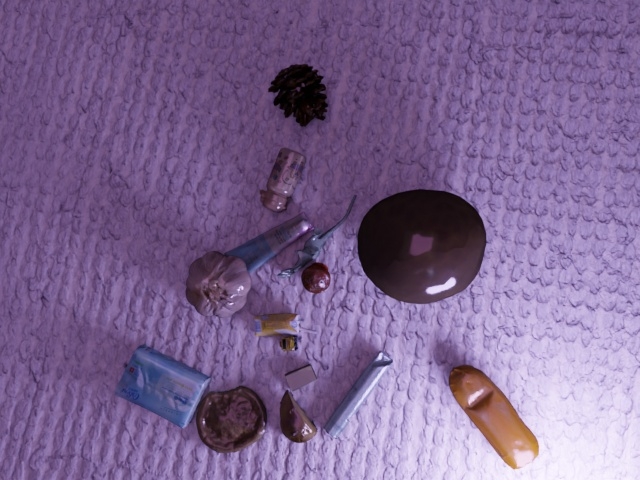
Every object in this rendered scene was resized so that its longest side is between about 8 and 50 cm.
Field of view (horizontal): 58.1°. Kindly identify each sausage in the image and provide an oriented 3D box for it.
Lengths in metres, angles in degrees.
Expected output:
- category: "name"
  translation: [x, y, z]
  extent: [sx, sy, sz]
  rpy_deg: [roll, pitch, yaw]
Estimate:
- category: "sausage"
  translation: [0.531, 0.535, 1.798]
  extent: [0.134, 0.116, 0.354]
  rpy_deg: [-38, 79, 14]

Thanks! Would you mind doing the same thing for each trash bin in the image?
- category: "trash bin"
  translation: [-0.063, 0.447, 1.885]
  extent: [0.092, 0.043, 0.061]
  rpy_deg: [-24, 82, -2]

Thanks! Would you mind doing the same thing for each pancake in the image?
- category: "pancake"
  translation: [-0.293, 0.585, 1.884]
  extent: [0.236, 0.042, 0.223]
  rpy_deg: [8, 82, 4]

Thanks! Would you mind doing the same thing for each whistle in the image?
- category: "whistle"
  translation: [0.123, 0.496, 1.857]
  extent: [0.062, 0.062, 0.312]
  rpy_deg: [36, 87, 7]

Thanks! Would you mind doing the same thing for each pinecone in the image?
- category: "pinecone"
  translation: [-0.069, -0.485, 1.929]
  extent: [0.184, 0.179, 0.205]
  rpy_deg: [-12, 100, 24]

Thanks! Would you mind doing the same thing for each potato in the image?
- category: "potato"
  translation: [-0.092, 0.578, 1.836]
  extent: [0.100, 0.089, 0.172]
  rpy_deg: [-32, 94, 6]

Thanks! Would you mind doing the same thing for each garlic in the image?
- category: "garlic"
  translation: [-0.336, 0.148, 1.878]
  extent: [0.227, 0.152, 0.228]
  rpy_deg: [0, 91, 10]

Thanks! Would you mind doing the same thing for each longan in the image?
- category: "longan"
  translation: [0.310, 0.009, 1.769]
  extent: [0.404, 0.336, 0.405]
  rpy_deg: [-3, 46, 3]

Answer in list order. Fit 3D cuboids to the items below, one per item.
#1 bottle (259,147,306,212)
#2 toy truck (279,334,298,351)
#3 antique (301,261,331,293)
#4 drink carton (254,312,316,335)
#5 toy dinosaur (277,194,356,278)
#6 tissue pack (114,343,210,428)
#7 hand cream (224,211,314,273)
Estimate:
- category: "bottle"
  translation: [-0.133, -0.200, 1.934]
  extent: [0.110, 0.097, 0.209]
  rpy_deg: [22, 85, 6]
- category: "toy truck"
  translation: [-0.103, 0.335, 1.878]
  extent: [0.054, 0.083, 0.049]
  rpy_deg: [-4, 83, 3]
- category: "antique"
  translation: [-0.015, 0.127, 1.888]
  extent: [0.103, 0.104, 0.104]
  rpy_deg: [0, 83, 4]
- category: "drink carton"
  translation: [-0.113, 0.275, 1.886]
  extent: [0.199, 0.084, 0.075]
  rpy_deg: [-5, 82, 6]
- category: "toy dinosaur"
  translation: [0.003, -0.005, 1.888]
  extent: [0.383, 0.129, 0.076]
  rpy_deg: [-42, 89, -2]
- category: "tissue pack"
  translation: [-0.518, 0.477, 1.889]
  extent: [0.263, 0.089, 0.177]
  rpy_deg: [25, 88, 7]
- category: "hand cream"
  translation: [-0.172, 0.009, 1.930]
  extent: [0.312, 0.070, 0.111]
  rpy_deg: [-33, 86, 5]
